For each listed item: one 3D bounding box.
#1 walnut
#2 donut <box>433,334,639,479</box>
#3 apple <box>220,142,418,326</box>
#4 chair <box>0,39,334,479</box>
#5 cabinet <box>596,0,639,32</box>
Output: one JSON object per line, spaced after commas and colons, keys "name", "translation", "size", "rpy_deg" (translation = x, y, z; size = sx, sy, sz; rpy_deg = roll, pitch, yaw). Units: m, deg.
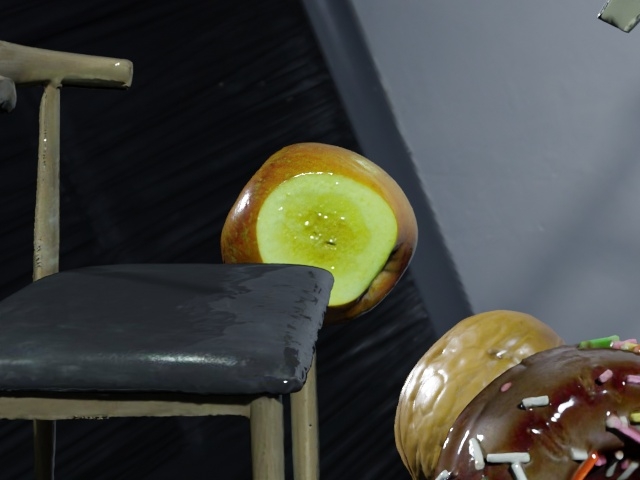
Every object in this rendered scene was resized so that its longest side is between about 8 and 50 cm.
{"name": "walnut", "translation": [0.164, 0.166, 1.026], "size": [0.167, 0.207, 0.167], "rpy_deg": [40, 166, 12]}
{"name": "donut", "translation": [0.208, 0.203, 0.744], "size": [0.270, 0.269, 0.103], "rpy_deg": [59, 166, -2]}
{"name": "apple", "translation": [0.003, -0.005, 0.875], "size": [0.147, 0.163, 0.146], "rpy_deg": [31, 96, 9]}
{"name": "chair", "translation": [-0.081, 0.045, 0.450], "size": [0.166, 0.188, 0.272], "rpy_deg": [0, 102, 5]}
{"name": "cabinet", "translation": [0.296, -0.350, 0.855], "size": [0.290, 0.227, 0.318], "rpy_deg": [50, 121, 40]}
